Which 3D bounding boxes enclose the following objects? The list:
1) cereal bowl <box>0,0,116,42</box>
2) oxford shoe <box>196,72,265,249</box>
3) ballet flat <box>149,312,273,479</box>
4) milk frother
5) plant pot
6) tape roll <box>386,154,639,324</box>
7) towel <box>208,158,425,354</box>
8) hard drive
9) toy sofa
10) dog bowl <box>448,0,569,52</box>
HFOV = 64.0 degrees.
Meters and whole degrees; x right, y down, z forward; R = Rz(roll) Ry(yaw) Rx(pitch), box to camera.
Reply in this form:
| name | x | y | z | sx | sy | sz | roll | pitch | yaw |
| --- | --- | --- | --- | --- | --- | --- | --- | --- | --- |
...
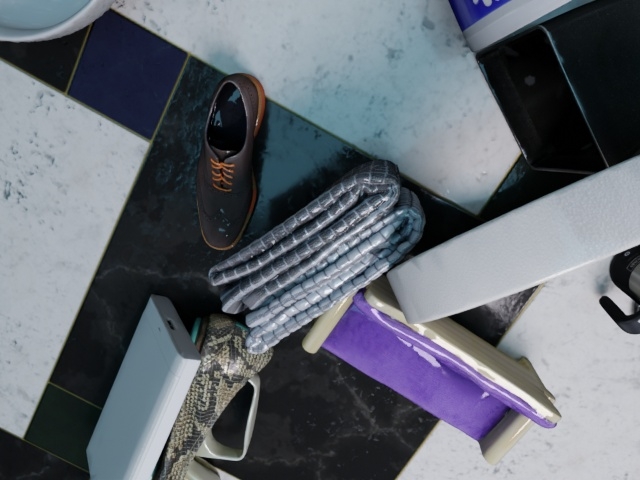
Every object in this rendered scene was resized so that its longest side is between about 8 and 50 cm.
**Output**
| name | x | y | z | sx | sy | sz | roll | pitch | yaw |
| --- | --- | --- | --- | --- | --- | --- | --- | --- | --- |
| cereal bowl | -0.382 | -0.433 | 0.651 | 0.338 | 0.141 | 0.339 | 1 | 111 | 3 |
| oxford shoe | -0.145 | -0.108 | 0.754 | 0.096 | 0.098 | 0.271 | 9 | 107 | 2 |
| ballet flat | -0.220 | 0.351 | 0.876 | 0.182 | 0.164 | 0.483 | 26 | 104 | -13 |
| milk frother | 0.502 | 0.093 | 0.738 | 0.143 | 0.135 | 0.129 | 27 | 108 | -3 |
| plant pot | 0.341 | -0.209 | 0.649 | 0.167 | 0.188 | 0.187 | -31 | 102 | 0 |
| tape roll | 0.268 | -0.006 | 0.603 | 0.392 | 0.392 | 0.072 | -25 | 80 | 12 |
| towel | 0.000 | 0.000 | 0.705 | 0.283 | 0.235 | 0.121 | -34 | 97 | 13 |
| hard drive | -0.289 | 0.267 | 0.812 | 0.040 | 0.203 | 0.308 | 19 | 100 | -35 |
| toy sofa | 0.161 | 0.189 | 0.776 | 0.362 | 0.177 | 0.150 | 33 | 106 | -6 |
| dog bowl | 0.271 | -0.323 | 0.567 | 0.264 | 0.265 | 0.104 | -27 | 100 | 12 |
